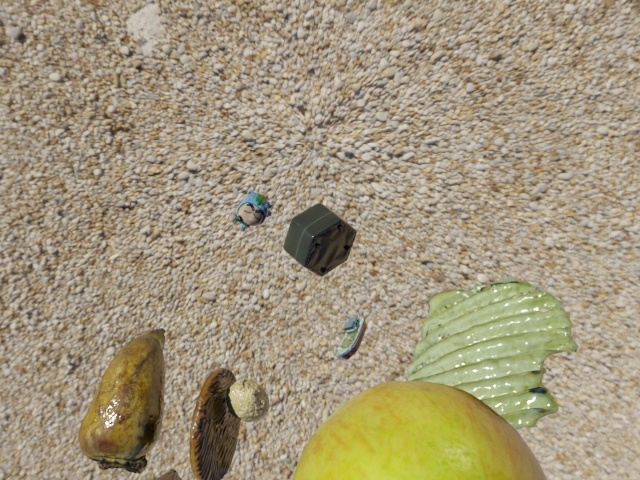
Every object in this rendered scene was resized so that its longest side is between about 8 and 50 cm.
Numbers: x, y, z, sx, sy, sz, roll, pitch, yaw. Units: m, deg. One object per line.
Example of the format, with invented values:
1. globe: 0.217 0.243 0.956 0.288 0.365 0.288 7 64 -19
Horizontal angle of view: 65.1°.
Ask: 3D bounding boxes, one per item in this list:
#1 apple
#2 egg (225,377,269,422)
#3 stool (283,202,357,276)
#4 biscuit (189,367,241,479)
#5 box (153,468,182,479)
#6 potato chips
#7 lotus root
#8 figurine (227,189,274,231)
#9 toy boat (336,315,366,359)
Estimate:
1. apple: 0.123 0.347 0.628 0.339 0.339 0.340 0 101 -1
2. egg: -0.207 0.454 1.431 0.118 0.116 0.140 -37 114 26
3. stool: 0.000 0.000 1.695 0.232 0.141 0.232 -25 136 -27
4. biscuit: -0.290 0.526 1.431 0.040 0.318 0.318 1 101 12
5. box: -0.372 0.600 0.903 0.264 0.415 0.116 -27 94 -11
6. potato chips: 0.344 0.255 1.118 0.097 0.389 0.373 49 54 -26
7. lotus root: -0.248 0.197 0.655 0.108 0.191 0.094 -15 145 27
8. figurine: -0.245 -0.080 1.687 0.114 0.144 0.178 44 140 -9
9. toy boat: 0.095 0.313 1.617 0.059 0.173 0.069 47 137 -18
